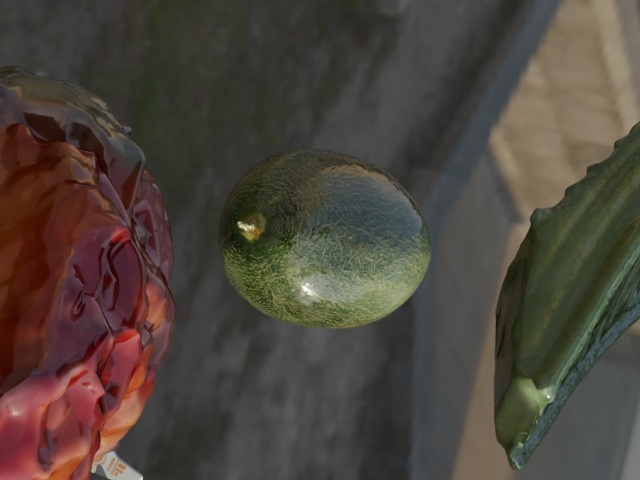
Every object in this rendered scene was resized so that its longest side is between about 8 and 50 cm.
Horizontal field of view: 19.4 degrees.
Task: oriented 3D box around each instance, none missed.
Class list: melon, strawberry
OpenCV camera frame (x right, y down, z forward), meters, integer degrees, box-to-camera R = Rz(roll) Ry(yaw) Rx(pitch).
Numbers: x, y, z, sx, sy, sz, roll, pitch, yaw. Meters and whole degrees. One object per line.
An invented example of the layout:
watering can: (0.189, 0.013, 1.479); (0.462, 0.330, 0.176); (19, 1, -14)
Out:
melon: (0.000, 0.000, 1.177); (0.167, 0.114, 0.114); (8, 95, -52)
strawberry: (-0.182, 0.085, 0.708); (0.149, 0.265, 0.336); (57, 46, -48)

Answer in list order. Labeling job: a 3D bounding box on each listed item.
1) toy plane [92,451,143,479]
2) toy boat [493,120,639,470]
toy plane: (-0.187, 0.193, 1.257); (0.197, 0.078, 0.053); (-56, 175, 33)
toy boat: (0.145, -0.016, 0.728); (0.293, 0.055, 0.093); (-36, 152, -38)
